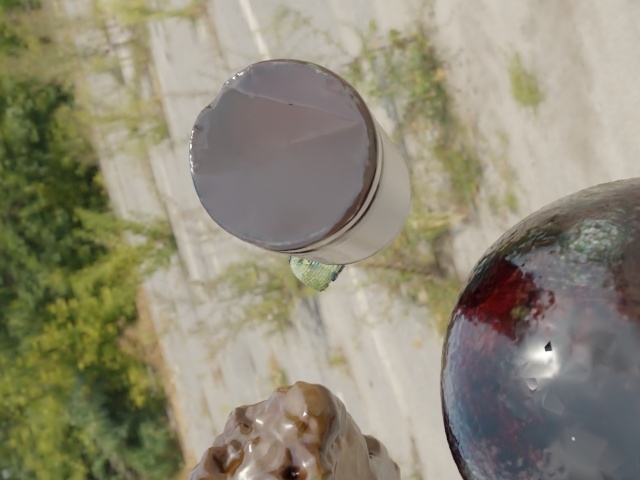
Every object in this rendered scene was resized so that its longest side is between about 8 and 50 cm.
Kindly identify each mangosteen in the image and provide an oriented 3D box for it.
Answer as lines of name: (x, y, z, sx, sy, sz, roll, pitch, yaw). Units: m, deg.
mangosteen: (0.223, 0.093, 0.769, 0.300, 0.300, 0.300, 164, 90, -78)

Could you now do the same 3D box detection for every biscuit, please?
biscuit: (-0.024, 0.377, 1.218, 0.343, 0.166, 0.395, 53, -144, -58)

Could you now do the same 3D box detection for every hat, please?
hat: (0.000, -0.001, 1.028, 0.077, 0.059, 0.076, -43, 20, 59)

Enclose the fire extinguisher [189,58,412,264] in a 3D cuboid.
fire extinguisher: (-0.003, -0.047, 0.849, 0.135, 0.114, 0.337, 45, -176, 9)
